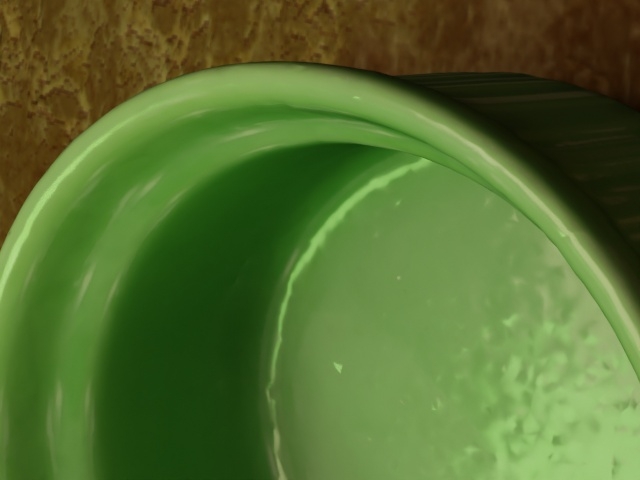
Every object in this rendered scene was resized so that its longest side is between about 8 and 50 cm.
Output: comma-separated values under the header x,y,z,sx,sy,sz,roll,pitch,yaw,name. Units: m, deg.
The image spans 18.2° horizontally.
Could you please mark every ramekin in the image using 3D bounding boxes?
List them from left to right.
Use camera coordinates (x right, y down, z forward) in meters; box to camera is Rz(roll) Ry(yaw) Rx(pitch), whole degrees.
x,y,z,sx,sy,sz,roll,pitch,yaw,name
0.034,0.082,0.698,0.303,0.148,0.303,8,104,37,ramekin
